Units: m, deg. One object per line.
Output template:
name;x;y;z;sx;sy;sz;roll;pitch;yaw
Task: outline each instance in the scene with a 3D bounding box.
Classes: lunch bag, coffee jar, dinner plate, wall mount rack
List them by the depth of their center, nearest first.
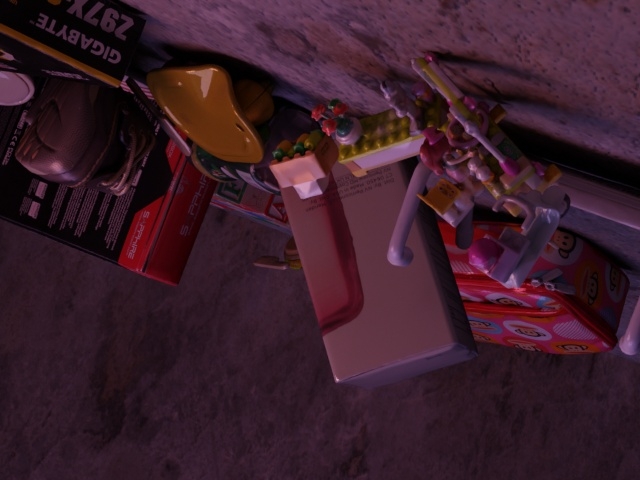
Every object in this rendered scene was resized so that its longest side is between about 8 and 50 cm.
wall mount rack;0.204;-0.004;1.094;0.350;0.130;0.304;21;-168;17
coffee jar;-0.079;-0.107;1.387;0.079;0.096;0.184;30;173;-32
dinner plate;-0.257;-0.208;1.536;0.141;0.017;0.141;20;177;1
lunch bag;0.221;0.047;1.581;0.293;0.120;0.258;3;158;39

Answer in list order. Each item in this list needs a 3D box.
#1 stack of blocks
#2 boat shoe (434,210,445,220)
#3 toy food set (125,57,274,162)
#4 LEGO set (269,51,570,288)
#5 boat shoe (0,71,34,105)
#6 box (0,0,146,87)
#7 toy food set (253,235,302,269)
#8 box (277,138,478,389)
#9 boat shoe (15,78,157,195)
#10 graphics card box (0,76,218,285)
stack of blocks;-0.144;-0.097;1.982;0.171;0.087;0.297;23;176;-32
boat shoe;0.086;0.014;1.760;0.367;0.156;0.136;23;176;-31
toy food set;-0.108;-0.148;1.274;0.128;0.071;0.218;49;162;-25
LEGO set;0.059;-0.077;0.924;0.287;0.132;0.107;26;173;45
boat shoe;-0.527;-0.278;1.619;0.335;0.095;0.112;19;142;-25
box;-0.352;-0.236;1.187;0.257;0.079;0.322;26;175;-35
toy food set;0.000;0.000;1.907;0.038;0.192;0.132;60;161;-16
box;0.057;0.020;1.245;0.127;0.232;0.148;-19;166;12
boat shoe;-0.236;-0.122;1.339;0.130;0.132;0.355;35;-171;-18
graphics card box;-0.302;-0.101;1.673;0.371;0.233;0.094;18;176;34
